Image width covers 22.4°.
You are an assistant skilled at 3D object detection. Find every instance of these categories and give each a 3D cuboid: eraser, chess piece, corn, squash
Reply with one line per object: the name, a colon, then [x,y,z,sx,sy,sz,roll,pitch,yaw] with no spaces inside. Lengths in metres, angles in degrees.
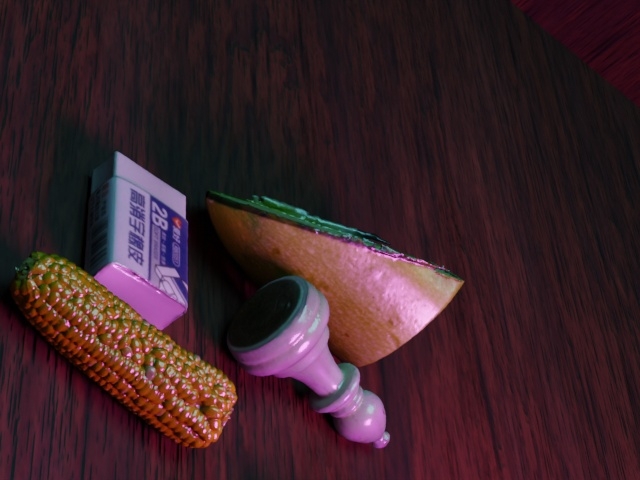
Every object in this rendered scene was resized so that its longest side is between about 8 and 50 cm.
eraser: [-0.227,-0.001,1.997,0.124,0.068,0.210,33,33,-30]
chess piece: [0.007,0.180,2.097,0.271,0.139,0.139,50,26,-29]
corn: [-0.226,0.126,1.827,0.313,0.102,0.102,37,31,-18]
squash: [0.000,0.000,2.182,0.309,0.210,0.233,49,-2,-14]
